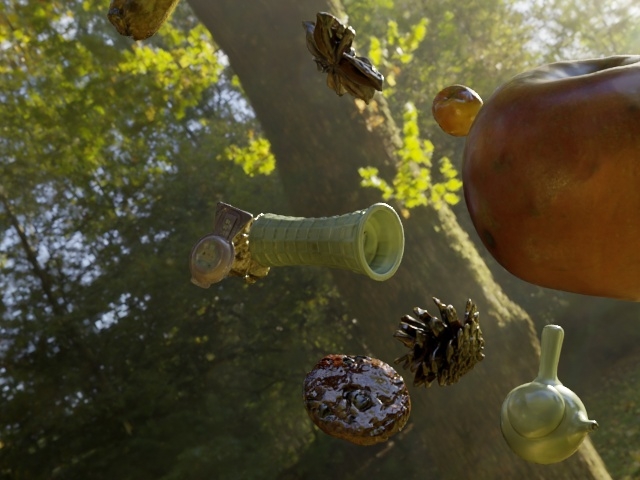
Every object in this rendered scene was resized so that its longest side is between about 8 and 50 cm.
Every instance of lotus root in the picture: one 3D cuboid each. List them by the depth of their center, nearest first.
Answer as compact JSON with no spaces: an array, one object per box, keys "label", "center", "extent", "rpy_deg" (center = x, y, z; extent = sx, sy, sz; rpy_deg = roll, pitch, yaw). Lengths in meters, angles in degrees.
[{"label":"lotus root","center":[-0.341,-0.485,1.503],"extent":[0.191,0.108,0.094],"rpy_deg":[-41,-6,-10]}]

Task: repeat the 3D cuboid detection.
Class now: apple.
[{"label":"apple","center":[0.265,-0.056,0.707],"extent":[0.254,0.253,0.253],"rpy_deg":[-31,-9,-6]}]

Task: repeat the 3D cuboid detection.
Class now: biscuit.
[{"label":"biscuit","center":[0.064,0.271,1.289],"extent":[0.192,0.192,0.049],"rpy_deg":[-25,-35,-39]}]

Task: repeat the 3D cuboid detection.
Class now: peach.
[{"label":"peach","center":[0.363,-0.336,1.937],"extent":[0.138,0.138,0.138],"rpy_deg":[-31,-9,-6]}]

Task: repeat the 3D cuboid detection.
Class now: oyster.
[{"label":"oyster","center":[-0.182,0.025,1.916],"extent":[0.204,0.111,0.396],"rpy_deg":[-42,-15,5]}]

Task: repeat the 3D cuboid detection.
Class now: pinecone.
[{"label":"pinecone","center":[0.266,0.232,1.688],"extent":[0.201,0.202,0.229],"rpy_deg":[-10,7,26]}]

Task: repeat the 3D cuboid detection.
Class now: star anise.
[{"label":"star anise","center":[0.037,-0.365,1.488],"extent":[0.073,0.212,0.197],"rpy_deg":[-42,24,-17]}]

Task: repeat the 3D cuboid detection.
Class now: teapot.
[{"label":"teapot","center":[0.533,0.383,1.820],"extent":[0.220,0.318,0.149],"rpy_deg":[-19,-44,13]}]

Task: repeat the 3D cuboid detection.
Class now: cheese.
[{"label":"cheese","center":[-0.226,0.013,1.623],"extent":[0.190,0.105,0.042],"rpy_deg":[-66,-19,-8]}]

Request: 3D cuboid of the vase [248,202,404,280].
[{"label":"vase","center":[0.000,0.000,1.437],"extent":[0.299,0.143,0.143],"rpy_deg":[2,16,40]}]
